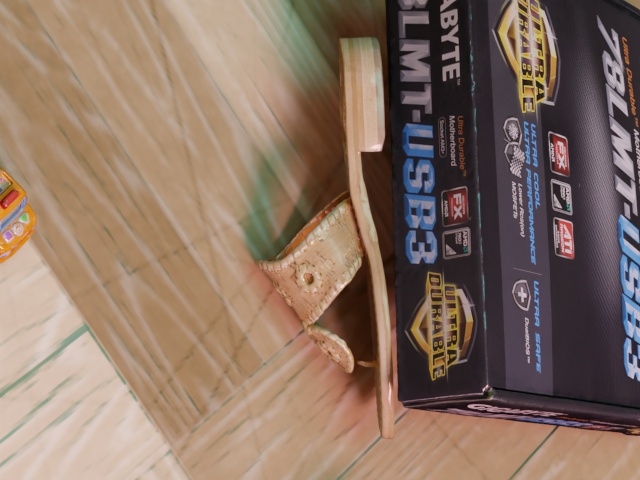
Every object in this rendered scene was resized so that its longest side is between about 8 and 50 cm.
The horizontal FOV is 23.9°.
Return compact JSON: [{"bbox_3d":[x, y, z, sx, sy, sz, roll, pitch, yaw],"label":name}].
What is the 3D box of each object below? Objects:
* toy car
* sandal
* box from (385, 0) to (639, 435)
[{"bbox_3d":[-0.199,-0.005,0.778,0.122,0.040,0.060,-30,96,-38],"label":"toy car"},{"bbox_3d":[0.000,0.000,0.910,0.079,0.088,0.240,-2,93,-2],"label":"sandal"},{"bbox_3d":[0.156,-0.028,0.982,0.293,0.073,0.296,14,70,-48],"label":"box"}]
